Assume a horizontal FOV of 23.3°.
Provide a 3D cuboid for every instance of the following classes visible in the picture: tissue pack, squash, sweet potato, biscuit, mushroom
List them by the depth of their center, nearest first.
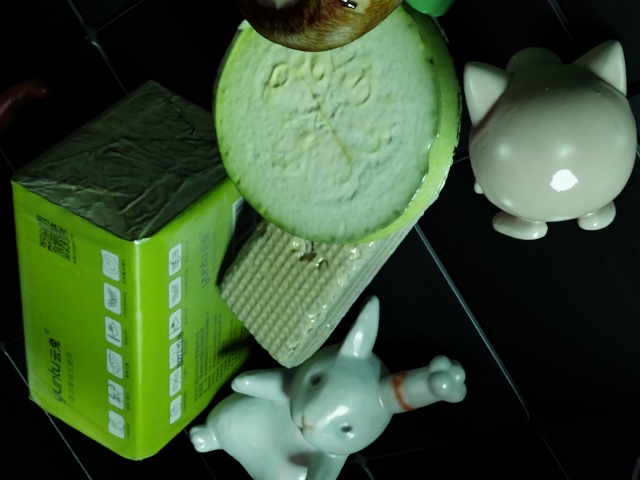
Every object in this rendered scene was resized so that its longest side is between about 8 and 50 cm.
[{"bbox_3d":[0.002,-0.243,1.123,0.194,0.138,0.231,104,149,-64],"label":"mushroom"},{"bbox_3d":[0.011,-0.106,1.246,0.219,0.041,0.219,2,94,33],"label":"squash"},{"bbox_3d":[0.000,0.000,1.340,0.108,0.062,0.239,48,127,16],"label":"biscuit"},{"bbox_3d":[-0.166,0.029,1.456,0.167,0.200,0.275,28,135,23],"label":"tissue pack"},{"bbox_3d":[-0.330,-0.131,1.613,0.044,0.044,0.179,54,141,-4],"label":"sweet potato"}]

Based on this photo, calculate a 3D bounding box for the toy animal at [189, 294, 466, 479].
[{"bbox_3d":[-0.001,0.159,1.450,0.140,0.138,0.282,55,140,3],"label":"toy animal"}]

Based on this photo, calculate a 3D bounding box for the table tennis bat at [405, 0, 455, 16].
[{"bbox_3d":[0.132,-0.247,1.089,0.160,0.039,0.257,49,136,7],"label":"table tennis bat"}]

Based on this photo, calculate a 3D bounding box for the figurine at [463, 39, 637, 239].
[{"bbox_3d":[0.167,-0.073,1.128,0.125,0.125,0.138,6,113,41],"label":"figurine"}]

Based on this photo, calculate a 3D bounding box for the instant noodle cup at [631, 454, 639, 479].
[{"bbox_3d":[0.291,0.329,1.167,0.284,0.312,0.284,25,135,28],"label":"instant noodle cup"}]
